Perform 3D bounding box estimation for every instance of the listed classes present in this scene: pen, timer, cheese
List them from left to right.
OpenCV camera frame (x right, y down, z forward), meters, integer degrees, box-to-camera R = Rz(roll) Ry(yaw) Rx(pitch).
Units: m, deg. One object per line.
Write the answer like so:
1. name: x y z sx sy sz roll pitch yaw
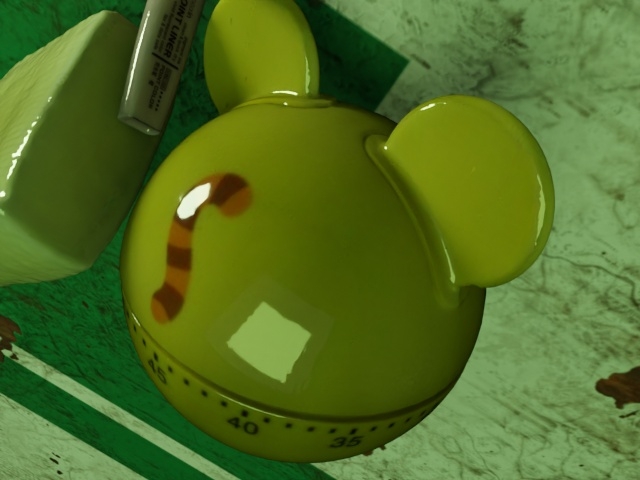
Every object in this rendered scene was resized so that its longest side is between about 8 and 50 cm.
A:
1. cheese: -0.285 -0.079 0.677 0.266 0.242 0.124 -8 149 42
2. pen: -0.141 -0.195 0.622 0.032 0.197 0.053 -1 162 43
3. timer: 0.000 0.000 0.615 0.376 0.376 0.386 20 120 6
